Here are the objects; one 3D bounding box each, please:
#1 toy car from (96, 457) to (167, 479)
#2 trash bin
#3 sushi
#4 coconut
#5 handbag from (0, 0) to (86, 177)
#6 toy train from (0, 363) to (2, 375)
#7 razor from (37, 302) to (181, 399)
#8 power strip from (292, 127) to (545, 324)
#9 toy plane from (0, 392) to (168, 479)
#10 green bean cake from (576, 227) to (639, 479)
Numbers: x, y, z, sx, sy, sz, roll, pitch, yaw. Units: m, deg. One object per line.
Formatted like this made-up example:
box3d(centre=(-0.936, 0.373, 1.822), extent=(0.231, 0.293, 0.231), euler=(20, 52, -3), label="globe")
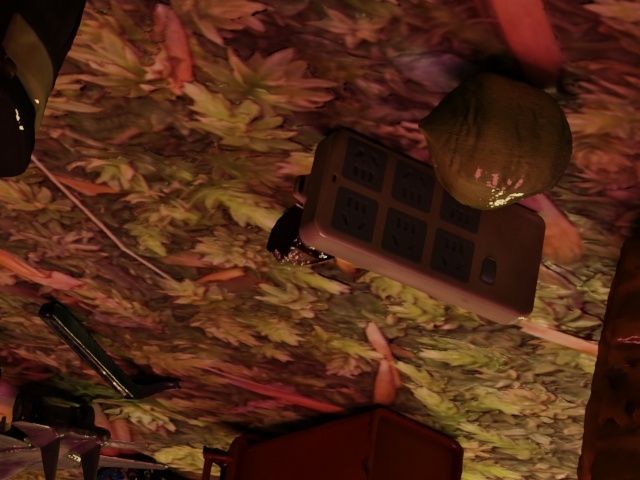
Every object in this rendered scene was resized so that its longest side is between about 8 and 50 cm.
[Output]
box3d(centre=(-0.167, 0.295, 2.132), extent=(0.171, 0.070, 0.080), euler=(30, 150, -33), label="toy car")
box3d(centre=(0.007, 0.249, 1.858), extent=(0.184, 0.161, 0.239), euler=(25, 146, -28), label="trash bin")
box3d(centre=(0.000, 0.000, 1.427), extent=(0.046, 0.044, 0.083), euler=(26, 155, -25), label="sushi")
box3d(centre=(0.105, -0.060, 1.197), extent=(0.096, 0.087, 0.088), euler=(10, 157, -8), label="coconut")
box3d(centre=(-0.261, -0.134, 1.089), extent=(0.254, 0.181, 0.181), euler=(13, 156, 0), label="handbag")
box3d(centre=(-0.397, 0.145, 1.814), extent=(0.198, 0.154, 0.107), euler=(6, 152, 17), label="toy train")
box3d(centre=(-0.199, 0.106, 1.776), extent=(0.066, 0.033, 0.190), euler=(-1, 152, 27), label="razor")
box3d(centre=(0.070, -0.006, 1.331), extent=(0.192, 0.081, 0.035), euler=(22, 152, -21), label="power strip")
box3d(centre=(-0.294, 0.204, 1.980), extent=(0.212, 0.088, 0.267), euler=(15, 169, -29), label="toy plane")
box3d(centre=(0.251, 0.123, 1.363), extent=(0.131, 0.224, 0.229), euler=(6, 159, 14), label="green bean cake")
